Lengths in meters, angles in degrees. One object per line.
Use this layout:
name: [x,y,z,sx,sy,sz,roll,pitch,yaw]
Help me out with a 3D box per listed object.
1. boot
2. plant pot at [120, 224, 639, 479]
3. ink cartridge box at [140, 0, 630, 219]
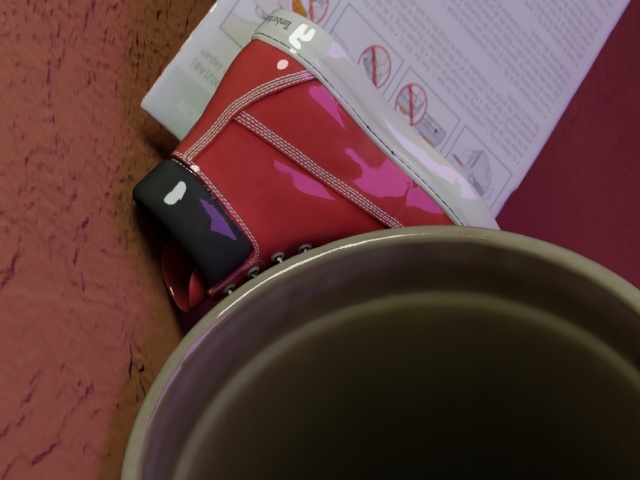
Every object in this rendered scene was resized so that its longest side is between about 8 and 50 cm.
boot: [0.000,0.000,0.960,0.244,0.088,0.176,42,80,-31]
plant pot: [0.072,0.198,0.912,0.280,0.323,0.323,77,17,-52]
ink cartridge box: [0.059,-0.171,1.062,0.308,0.091,0.385,41,77,-39]
